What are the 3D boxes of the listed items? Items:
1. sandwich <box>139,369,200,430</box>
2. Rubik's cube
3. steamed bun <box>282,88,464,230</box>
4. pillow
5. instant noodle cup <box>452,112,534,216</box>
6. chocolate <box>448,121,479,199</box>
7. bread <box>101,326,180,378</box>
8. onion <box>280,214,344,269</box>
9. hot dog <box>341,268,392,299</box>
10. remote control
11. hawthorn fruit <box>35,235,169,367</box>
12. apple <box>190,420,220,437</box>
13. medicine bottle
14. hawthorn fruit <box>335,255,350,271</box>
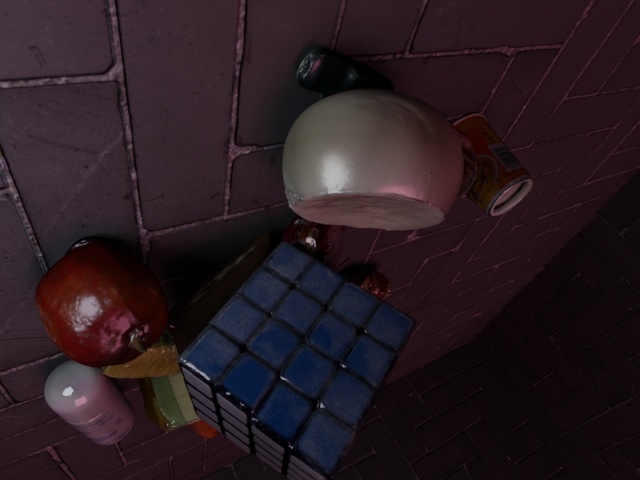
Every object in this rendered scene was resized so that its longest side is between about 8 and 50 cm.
[{"bbox_3d":[-0.387,0.421,1.201,0.155,0.227,0.198,-11,144,-32],"label":"sandwich"},{"bbox_3d":[-0.046,0.273,0.940,0.344,0.337,0.344,-50,163,-33],"label":"Rubik's cube"},{"bbox_3d":[0.092,-0.141,0.795,0.324,0.207,0.324,3,171,1],"label":"steamed bun"},{"bbox_3d":[-0.217,0.163,1.031,0.308,0.108,0.306,-45,157,-35],"label":"pillow"},{"bbox_3d":[0.405,-0.176,1.102,0.193,0.212,0.193,-25,150,-15],"label":"instant noodle cup"},{"bbox_3d":[0.241,-0.170,1.029,0.221,0.221,0.147,-25,176,-15],"label":"chocolate"},{"bbox_3d":[-0.411,0.251,1.055,0.196,0.102,0.138,7,129,-45],"label":"bread"},{"bbox_3d":[-0.015,-0.003,1.059,0.198,0.135,0.173,-55,155,-56],"label":"onion"},{"bbox_3d":[0.136,0.144,1.436,0.146,0.103,0.213,-26,148,33],"label":"hot dog"},{"bbox_3d":[0.052,-0.279,0.780,0.221,0.042,0.072,-1,139,-44],"label":"remote control"},{"bbox_3d":[-0.368,0.122,0.784,0.215,0.249,0.215,-40,145,-36],"label":"hawthorn fruit"},{"bbox_3d":[-0.353,0.586,1.541,0.209,0.164,0.209,-22,150,-14],"label":"apple"},{"bbox_3d":[-0.565,0.400,1.095,0.130,0.130,0.341,-21,149,-20],"label":"medicine bottle"},{"bbox_3d":[0.012,0.157,1.288,0.165,0.165,0.286,-14,140,-30],"label":"hawthorn fruit"}]
